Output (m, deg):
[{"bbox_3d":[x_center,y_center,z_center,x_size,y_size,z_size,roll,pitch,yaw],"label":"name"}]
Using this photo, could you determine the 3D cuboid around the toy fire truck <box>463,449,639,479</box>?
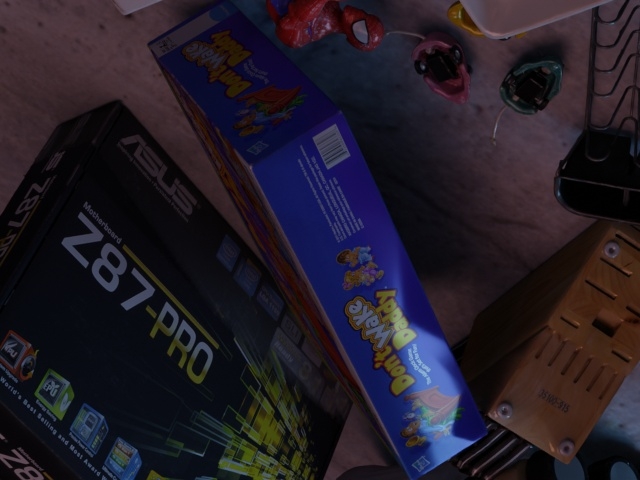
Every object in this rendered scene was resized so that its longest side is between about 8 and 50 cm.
[{"bbox_3d":[0.234,0.338,1.470,0.217,0.246,0.158,17,147,-39],"label":"toy fire truck"}]

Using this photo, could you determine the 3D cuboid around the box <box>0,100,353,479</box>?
[{"bbox_3d":[-0.147,0.126,1.393,0.097,0.318,0.395,-18,124,35],"label":"box"}]

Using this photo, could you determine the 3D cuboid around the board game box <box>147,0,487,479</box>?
[{"bbox_3d":[0.000,0.000,1.268,0.078,0.233,0.347,-31,127,-6],"label":"board game box"}]

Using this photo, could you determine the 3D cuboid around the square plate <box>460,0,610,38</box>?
[{"bbox_3d":[0.162,-0.297,0.844,0.347,0.049,0.344,-16,127,31],"label":"square plate"}]

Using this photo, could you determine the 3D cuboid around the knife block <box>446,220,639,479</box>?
[{"bbox_3d":[0.188,0.094,1.406,0.088,0.242,0.276,32,93,-13],"label":"knife block"}]

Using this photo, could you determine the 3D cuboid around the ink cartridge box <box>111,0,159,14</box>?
[{"bbox_3d":[-0.052,-0.274,0.992,0.172,0.237,0.100,-15,130,34],"label":"ink cartridge box"}]

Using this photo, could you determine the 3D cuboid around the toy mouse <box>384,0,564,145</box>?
[{"bbox_3d":[0.131,-0.136,1.210,0.161,0.031,0.143,3,135,21],"label":"toy mouse"}]

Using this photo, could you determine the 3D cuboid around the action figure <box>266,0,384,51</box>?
[{"bbox_3d":[-0.055,-0.235,1.137,0.280,0.091,0.139,34,150,-13],"label":"action figure"}]

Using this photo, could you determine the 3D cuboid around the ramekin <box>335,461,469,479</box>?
[{"bbox_3d":[0.122,0.344,1.548,0.135,0.277,0.277,-20,124,28],"label":"ramekin"}]

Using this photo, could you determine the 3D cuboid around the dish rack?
[{"bbox_3d":[0.281,-0.122,1.129,0.208,0.074,0.271,9,137,14],"label":"dish rack"}]
